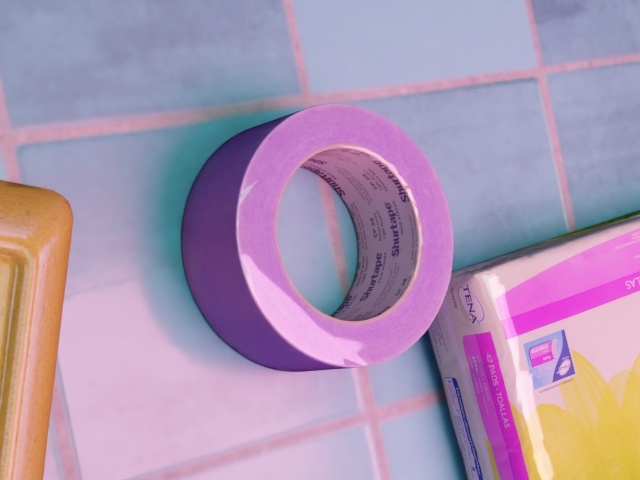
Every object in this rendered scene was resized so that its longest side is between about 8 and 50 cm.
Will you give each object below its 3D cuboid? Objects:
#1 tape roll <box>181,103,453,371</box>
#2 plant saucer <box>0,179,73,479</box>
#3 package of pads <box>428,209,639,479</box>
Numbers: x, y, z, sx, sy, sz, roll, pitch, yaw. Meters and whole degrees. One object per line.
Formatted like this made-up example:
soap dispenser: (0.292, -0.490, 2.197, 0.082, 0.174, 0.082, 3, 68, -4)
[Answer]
tape roll: (0.000, 0.000, 1.009, 0.189, 0.080, 0.189, 5, 82, -33)
plant saucer: (-0.296, 0.099, 0.795, 0.333, 0.081, 0.333, 12, 77, -33)
package of pads: (0.237, 0.105, 1.140, 0.296, 0.101, 0.229, -17, 92, -34)
